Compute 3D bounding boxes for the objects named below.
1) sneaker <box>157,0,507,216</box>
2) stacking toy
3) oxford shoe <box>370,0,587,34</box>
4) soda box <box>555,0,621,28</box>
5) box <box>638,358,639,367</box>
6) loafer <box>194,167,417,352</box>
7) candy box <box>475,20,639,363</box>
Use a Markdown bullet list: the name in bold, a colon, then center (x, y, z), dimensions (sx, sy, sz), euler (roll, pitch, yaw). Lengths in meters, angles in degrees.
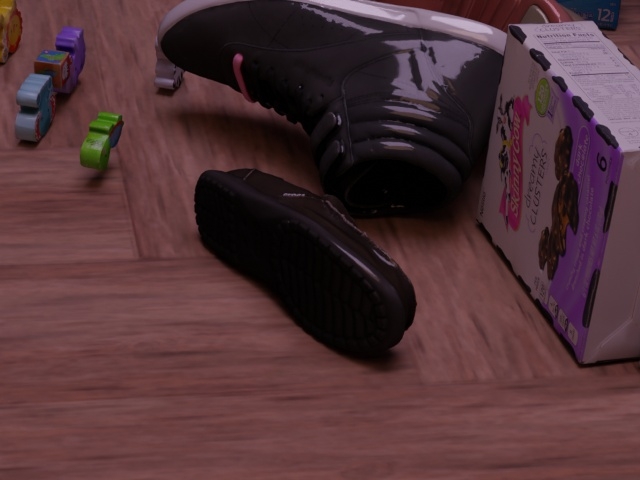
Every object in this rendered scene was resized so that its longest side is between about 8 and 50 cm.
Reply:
- **sneaker**: center (-0.006, -0.102, 1.483), dimensions (0.296, 0.104, 0.147), euler (9, 61, 20)
- **stacking toy**: center (-0.215, -0.121, 1.565), dimensions (0.167, 0.052, 0.221), euler (9, 33, 11)
- **oxford shoe**: center (0.079, -0.177, 1.658), dimensions (0.397, 0.140, 0.146), euler (30, 11, 39)
- **soda box**: center (0.171, -0.247, 1.810), dimensions (0.210, 0.067, 0.071), euler (6, 31, 3)
- **box**: center (0.285, 0.098, 1.288), dimensions (0.094, 0.027, 0.137), euler (-10, 34, -26)
- **loafer**: center (0.000, 0.000, 1.358), dimensions (0.078, 0.080, 0.220), euler (-18, 38, -32)
- **candy box**: center (0.183, -0.037, 1.365), dimensions (0.070, 0.164, 0.196), euler (-4, 32, -18)
